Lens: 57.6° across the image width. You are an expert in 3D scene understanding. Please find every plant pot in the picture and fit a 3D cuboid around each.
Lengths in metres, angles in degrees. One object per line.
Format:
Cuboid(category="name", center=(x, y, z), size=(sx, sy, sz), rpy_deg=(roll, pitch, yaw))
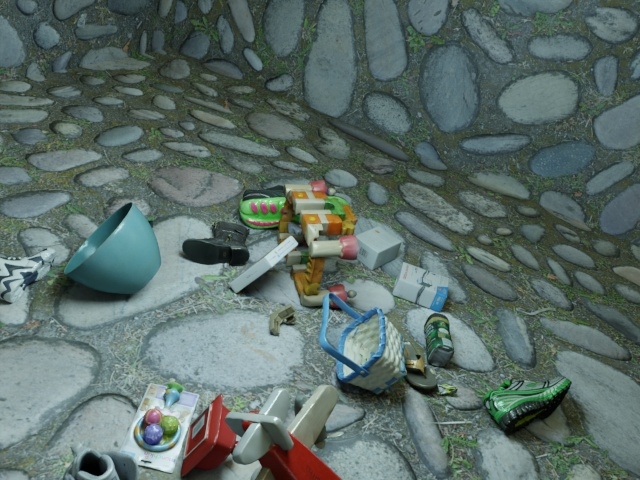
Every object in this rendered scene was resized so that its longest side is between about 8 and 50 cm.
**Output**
Cuboid(category="plant pot", center=(-0.612, 0.052, 1.804), size=(0.195, 0.290, 0.290), rpy_deg=(46, 22, -24))

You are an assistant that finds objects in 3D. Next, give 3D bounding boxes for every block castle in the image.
Cuboid(category="block castle", center=(0.000, 0.000, 2.114), size=(0.213, 0.303, 0.453), rpy_deg=(-2, 36, -18))

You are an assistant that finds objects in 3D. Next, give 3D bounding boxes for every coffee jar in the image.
Cuboid(category="coffee jar", center=(0.399, 0.333, 1.979), size=(0.079, 0.096, 0.184), rpy_deg=(17, 31, -5))

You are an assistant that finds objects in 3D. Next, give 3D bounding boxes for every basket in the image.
Cuboid(category="basket", center=(0.114, 0.309, 1.748), size=(0.289, 0.201, 0.255), rpy_deg=(43, 26, -18))

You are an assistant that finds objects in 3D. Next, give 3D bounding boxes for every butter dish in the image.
Cuboid(category="butter dish", center=(-0.249, 0.484, 1.409), size=(0.118, 0.160, 0.160), rpy_deg=(31, 27, -22))

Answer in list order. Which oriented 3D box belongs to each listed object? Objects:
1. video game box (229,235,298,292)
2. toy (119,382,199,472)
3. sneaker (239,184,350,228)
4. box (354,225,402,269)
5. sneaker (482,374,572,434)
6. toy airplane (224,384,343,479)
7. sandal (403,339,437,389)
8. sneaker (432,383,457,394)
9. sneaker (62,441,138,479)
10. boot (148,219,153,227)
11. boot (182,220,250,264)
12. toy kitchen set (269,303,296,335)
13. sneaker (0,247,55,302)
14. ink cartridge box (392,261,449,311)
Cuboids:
Cuboid(category="video game box", center=(-0.194, 0.081, 1.990), size=(0.048, 0.205, 0.187), rpy_deg=(51, 35, -5))
Cuboid(category="toy", center=(-0.397, 0.448, 1.453), size=(0.137, 0.056, 0.237), rpy_deg=(15, 32, -3))
Cuboid(category="sneaker", center=(-0.099, -0.155, 2.416), size=(0.483, 0.185, 0.202), rpy_deg=(4, 38, -22))
Cuboid(category="box", center=(0.225, 0.029, 2.372), size=(0.130, 0.091, 0.170), rpy_deg=(36, 37, 29))
Cuboid(category="sneaker", center=(0.658, 0.480, 1.839), size=(0.343, 0.134, 0.146), rpy_deg=(-7, 38, -33))
Cuboid(category="toy airplane", center=(-0.084, 0.519, 1.292), size=(0.386, 0.272, 0.384), rpy_deg=(9, 62, -38))
Cuboid(category="sandal", center=(0.302, 0.388, 1.865), size=(0.090, 0.060, 0.219), rpy_deg=(-6, 37, -13))
Cuboid(category="sneaker", center=(0.387, 0.467, 1.834), size=(0.083, 0.031, 0.035), rpy_deg=(5, 3, -4))
Cuboid(category="sneaker", center=(-0.395, 0.559, 1.132), size=(0.366, 0.210, 0.137), rpy_deg=(35, 36, 26))
Cuboid(category="boot", center=(-0.657, -0.037, 2.097), size=(0.099, 0.045, 0.121), rpy_deg=(5, 34, -13))
Cuboid(category="boot", center=(-0.381, -0.003, 2.152), size=(0.263, 0.091, 0.229), rpy_deg=(10, 27, -19))
Cuboid(category="toy kitchen set", center=(-0.110, 0.264, 1.873), size=(0.068, 0.083, 0.075), rpy_deg=(50, 18, -29))
Cuboid(category="sneaker", center=(-0.919, 0.074, 1.744), size=(0.153, 0.094, 0.235), rpy_deg=(26, 42, -1))
Cuboid(category="ink cartridge box", center=(0.385, 0.177, 2.230), size=(0.190, 0.082, 0.139), rpy_deg=(21, 32, 3))
